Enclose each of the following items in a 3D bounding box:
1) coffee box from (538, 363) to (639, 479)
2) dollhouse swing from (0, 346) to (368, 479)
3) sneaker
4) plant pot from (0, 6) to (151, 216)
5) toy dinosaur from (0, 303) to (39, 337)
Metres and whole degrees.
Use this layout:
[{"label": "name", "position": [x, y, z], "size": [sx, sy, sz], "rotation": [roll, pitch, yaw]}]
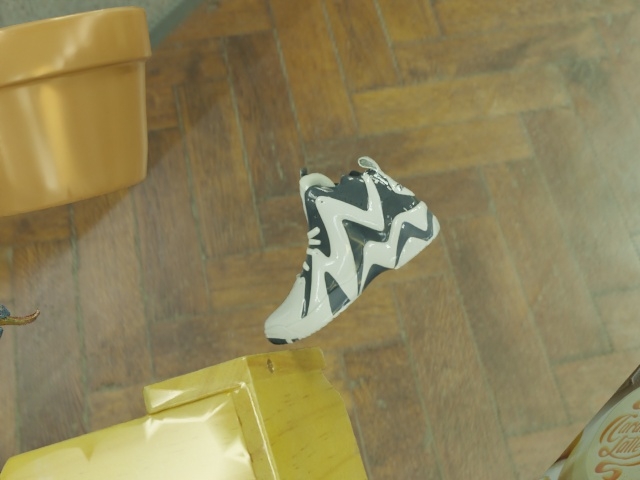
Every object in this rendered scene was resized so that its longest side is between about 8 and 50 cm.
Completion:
[{"label": "coffee box", "position": [0.243, 0.160, 0.734], "size": [0.098, 0.141, 0.246], "rotation": [40, 92, -10]}, {"label": "dollhouse swing", "position": [-0.130, 0.332, 1.205], "size": [0.305, 0.315, 0.347], "rotation": [-21, 80, 19]}, {"label": "sneaker", "position": [0.000, 0.000, 1.229], "size": [0.235, 0.094, 0.153], "rotation": [-38, 91, 18]}, {"label": "plant pot", "position": [-0.328, -0.148, 1.307], "size": [0.290, 0.291, 0.203], "rotation": [-14, 99, -9]}, {"label": "toy dinosaur", "position": [-0.336, 0.086, 1.072], "size": [0.082, 0.090, 0.047], "rotation": [-6, 77, 42]}]
